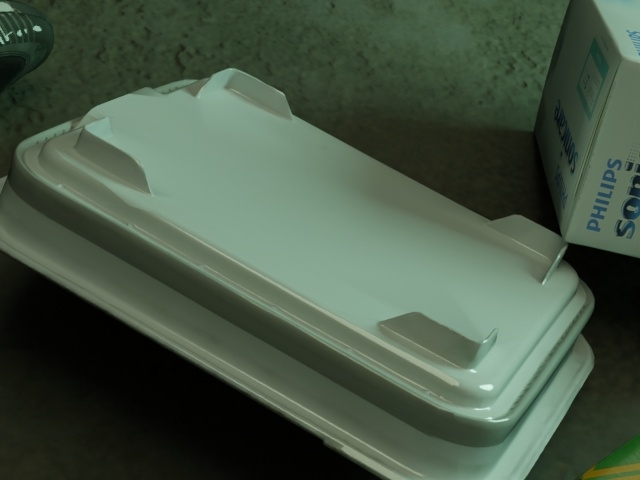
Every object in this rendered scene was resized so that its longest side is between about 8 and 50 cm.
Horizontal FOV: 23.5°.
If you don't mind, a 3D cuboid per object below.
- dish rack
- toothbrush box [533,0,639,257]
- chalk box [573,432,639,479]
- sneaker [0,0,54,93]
[{"bbox_3d":[0.000,0.000,0.880,0.333,0.072,0.285,28,25,13],"label":"dish rack"},{"bbox_3d":[0.301,-0.060,0.995,0.295,0.126,0.216,12,23,-2],"label":"toothbrush box"},{"bbox_3d":[0.107,0.188,0.620,0.213,0.132,0.132,-33,64,-15],"label":"chalk box"},{"bbox_3d":[-0.256,-0.071,0.948,0.234,0.078,0.106,-26,62,-28],"label":"sneaker"}]
